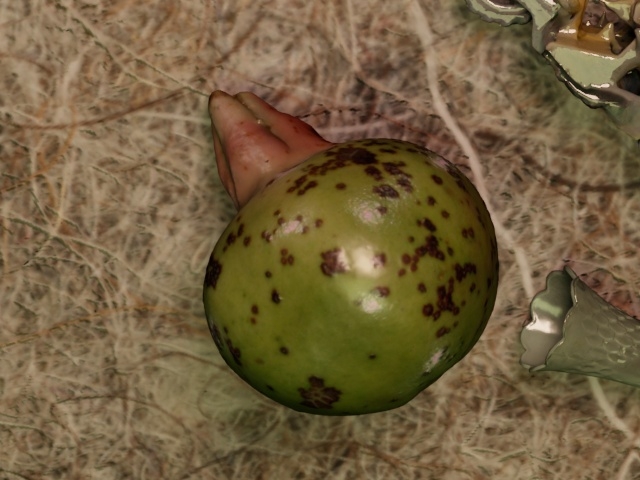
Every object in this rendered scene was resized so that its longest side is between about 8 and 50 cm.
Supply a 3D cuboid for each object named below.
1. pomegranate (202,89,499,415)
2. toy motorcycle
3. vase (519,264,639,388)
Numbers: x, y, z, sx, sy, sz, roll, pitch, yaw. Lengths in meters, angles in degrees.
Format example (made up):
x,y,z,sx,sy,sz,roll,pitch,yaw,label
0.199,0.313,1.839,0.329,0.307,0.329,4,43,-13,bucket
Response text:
x,y,z,sx,sy,sz,roll,pitch,yaw,label
0.000,0.000,1.313,0.214,0.214,0.248,-44,76,26,pomegranate
0.201,-0.143,1.260,0.229,0.094,0.130,41,112,-6,toy motorcycle
0.226,0.081,1.405,0.149,0.081,0.081,21,121,-13,vase
